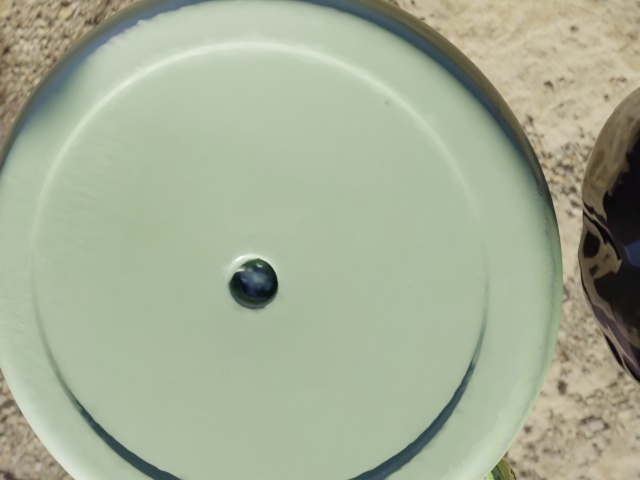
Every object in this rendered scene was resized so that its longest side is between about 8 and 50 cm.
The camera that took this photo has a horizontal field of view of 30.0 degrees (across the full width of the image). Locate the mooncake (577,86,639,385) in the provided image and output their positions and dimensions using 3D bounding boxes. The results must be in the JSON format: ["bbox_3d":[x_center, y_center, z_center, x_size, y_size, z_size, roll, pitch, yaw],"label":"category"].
[{"bbox_3d":[0.293,0.003,0.681,0.283,0.141,0.283,0,102,2],"label":"mooncake"}]

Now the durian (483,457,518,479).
[{"bbox_3d":[0.119,0.274,0.915,0.158,0.169,0.352,-23,95,-17],"label":"durian"}]

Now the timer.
[{"bbox_3d":[0.000,0.000,0.716,0.291,0.315,0.291,2,98,12],"label":"timer"}]
